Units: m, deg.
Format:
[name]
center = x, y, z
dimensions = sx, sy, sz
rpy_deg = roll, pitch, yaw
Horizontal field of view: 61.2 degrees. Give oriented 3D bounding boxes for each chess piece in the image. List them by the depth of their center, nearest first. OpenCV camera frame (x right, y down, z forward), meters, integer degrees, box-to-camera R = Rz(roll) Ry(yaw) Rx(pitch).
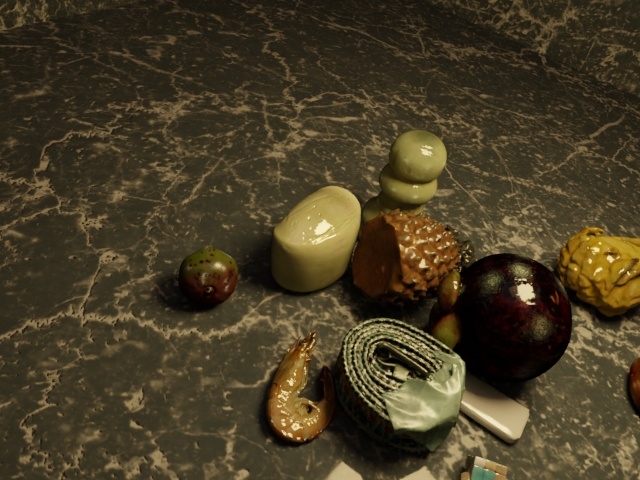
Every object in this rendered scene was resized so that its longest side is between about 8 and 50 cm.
[chess piece]
center = 0.209, -0.125, 1.343
dimensions = 0.182, 0.330, 0.182
rpy_deg = 7, 45, -7

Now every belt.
[belt]
center = 0.149, 0.276, 1.040
dimensions = 0.257, 0.150, 0.207
rpy_deg = 33, 54, 20

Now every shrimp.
[shrimp]
center = -0.027, 0.282, 1.057
dimensions = 0.133, 0.053, 0.236
rpy_deg = 15, 46, 3

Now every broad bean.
[broad bean]
center = 0.745, 0.325, 1.200
dimensions = 0.114, 0.084, 0.165
rpy_deg = 42, 41, 5

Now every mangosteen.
[mangosteen]
center = 0.370, 0.159, 1.129
dimensions = 0.288, 0.288, 0.288
rpy_deg = 8, 43, -7

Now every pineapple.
[pineapple]
center = 0.260, 0.048, 1.275
dimensions = 0.357, 0.223, 0.223
rpy_deg = 5, 41, -35

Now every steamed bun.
[steamed bun]
center = 0.000, 0.000, 1.251
dimensions = 0.155, 0.200, 0.250
rpy_deg = 32, 48, 17

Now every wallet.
[wallet]
center = 0.331, 0.332, 1.116
dimensions = 0.190, 0.033, 0.095
rpy_deg = 31, 44, 16

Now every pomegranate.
[pomegranate]
center = -0.245, 0.078, 1.178
dimensions = 0.129, 0.159, 0.129
rpy_deg = 0, 89, -14

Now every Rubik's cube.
[Rubik's cube]
center = 0.291, 0.432, 0.974
dimensions = 0.075, 0.084, 0.073
rpy_deg = 11, 68, 20

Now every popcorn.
[popcorn]
center = 0.734, 0.076, 1.379
dimensions = 0.250, 0.190, 0.250
rpy_deg = 3, 46, -3
